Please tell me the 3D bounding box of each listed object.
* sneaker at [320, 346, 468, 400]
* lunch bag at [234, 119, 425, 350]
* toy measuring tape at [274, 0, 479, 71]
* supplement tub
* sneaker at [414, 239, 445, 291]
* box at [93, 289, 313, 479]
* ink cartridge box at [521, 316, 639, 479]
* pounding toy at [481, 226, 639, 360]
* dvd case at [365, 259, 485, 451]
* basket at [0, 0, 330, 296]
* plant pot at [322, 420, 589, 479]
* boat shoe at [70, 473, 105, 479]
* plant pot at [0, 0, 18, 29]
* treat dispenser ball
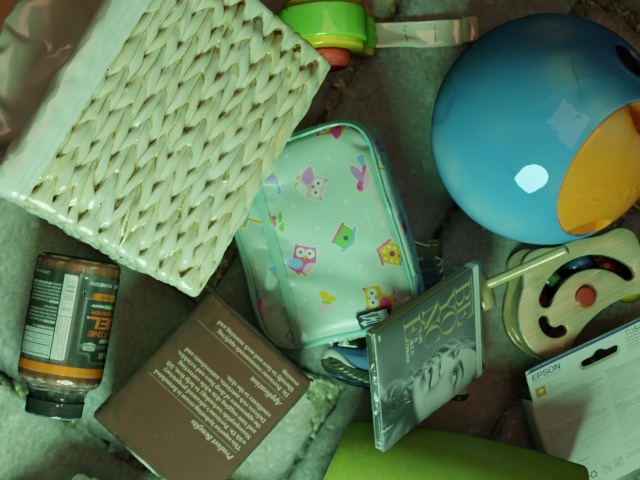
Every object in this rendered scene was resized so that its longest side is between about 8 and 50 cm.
[{"bbox_3d":[0.099,0.161,1.409,0.211,0.080,0.081,11,80,-21],"label":"sneaker"},{"bbox_3d":[0.000,0.000,1.343,0.224,0.108,0.279,-16,90,12],"label":"lunch bag"},{"bbox_3d":[0.064,-0.279,1.384,0.330,0.121,0.121,-3,90,-11],"label":"toy measuring tape"},{"bbox_3d":[-0.312,0.118,1.307,0.106,0.106,0.198,10,88,-11],"label":"supplement tub"},{"bbox_3d":[0.141,0.037,1.417,0.192,0.064,0.086,42,87,-5],"label":"sneaker"},{"bbox_3d":[-0.139,0.192,1.297,0.168,0.167,0.203,43,82,2],"label":"box"},{"bbox_3d":[0.388,0.220,1.446,0.223,0.045,0.224,-23,111,-11],"label":"ink cartridge box"},{"bbox_3d":[0.331,0.078,1.411,0.269,0.155,0.154,-15,90,-8],"label":"pounding toy"},{"bbox_3d":[0.136,0.139,1.315,0.221,0.018,0.165,-29,123,-42],"label":"dvd case"},{"bbox_3d":[-0.220,-0.153,1.197,0.266,0.328,0.331,33,81,-32],"label":"basket"},{"bbox_3d":[0.144,0.348,1.333,0.293,0.275,0.275,24,84,6],"label":"plant pot"},{"bbox_3d":[-0.286,0.331,1.287,0.277,0.098,0.096,-12,79,8],"label":"boat shoe"},{"bbox_3d":[-0.400,-0.330,1.333,0.236,0.032,0.236,0,90,-11],"label":"plant pot"},{"bbox_3d":[0.283,-0.139,1.336,0.288,0.288,0.288,0,89,-11],"label":"treat dispenser ball"}]
